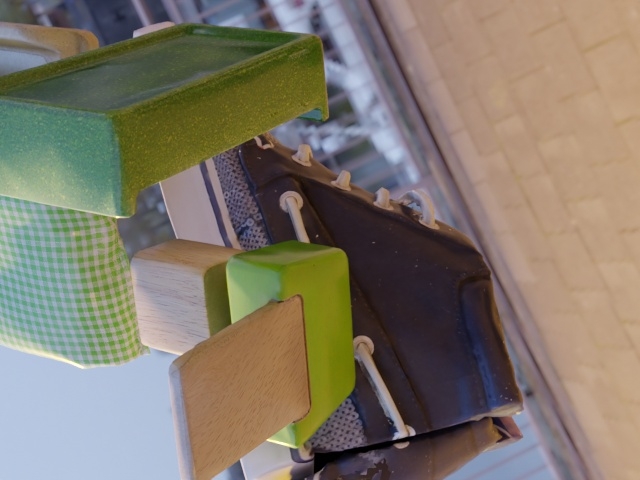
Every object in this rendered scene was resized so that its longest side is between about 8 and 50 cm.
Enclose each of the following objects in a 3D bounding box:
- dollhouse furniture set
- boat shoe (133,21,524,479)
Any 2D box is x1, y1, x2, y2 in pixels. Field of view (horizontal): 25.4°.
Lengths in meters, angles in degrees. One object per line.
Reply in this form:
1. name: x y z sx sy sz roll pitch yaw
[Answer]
1. dollhouse furniture set: -0.151 -0.002 0.702 0.302 0.151 0.197 10 116 33
2. boat shoe: 0.000 0.000 0.820 0.127 0.158 0.340 81 171 -63
